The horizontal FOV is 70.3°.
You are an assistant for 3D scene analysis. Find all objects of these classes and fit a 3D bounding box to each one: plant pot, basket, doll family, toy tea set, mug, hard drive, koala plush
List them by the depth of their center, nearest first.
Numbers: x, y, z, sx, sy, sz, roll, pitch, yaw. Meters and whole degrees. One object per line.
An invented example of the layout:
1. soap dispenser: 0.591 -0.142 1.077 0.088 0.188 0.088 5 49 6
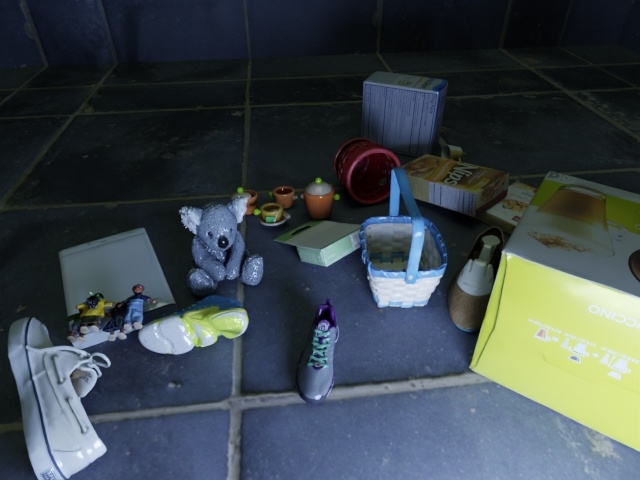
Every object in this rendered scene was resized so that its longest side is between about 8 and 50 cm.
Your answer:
1. doll family: -0.465 0.157 1.007 0.193 0.076 0.111 1 41 -12
2. basket: 0.196 0.000 1.097 0.201 0.288 0.254 -5 41 3
3. hard drive: -0.530 0.103 1.170 0.233 0.047 0.353 -19 42 -22
4. koala plush: -0.266 -0.008 1.170 0.196 0.221 0.203 -13 39 -16
5. toy tea set: -0.108 -0.144 1.412 0.336 0.124 0.200 -10 32 -12
6. plant pot: 0.141 -0.237 1.494 0.191 0.191 0.174 -14 34 -17
7. mug: 0.501 -0.323 1.719 0.064 0.078 0.062 -3 4 -18

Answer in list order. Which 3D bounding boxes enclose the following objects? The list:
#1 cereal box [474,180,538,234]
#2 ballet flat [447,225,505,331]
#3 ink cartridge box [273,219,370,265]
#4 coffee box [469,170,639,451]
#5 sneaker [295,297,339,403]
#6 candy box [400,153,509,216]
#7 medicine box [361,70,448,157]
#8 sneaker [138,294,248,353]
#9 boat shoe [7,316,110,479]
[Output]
1. cereal box: 0.623 -0.098 1.419 0.240 0.047 0.173 -29 44 -32
2. ballet flat: 0.402 0.073 1.138 0.116 0.124 0.342 19 42 23
3. ink cartridge box: 0.000 0.000 1.297 0.171 0.056 0.235 -29 21 -32
4. coffee box: 0.539 0.120 0.899 0.338 0.338 0.334 22 43 27
5. sneaker: -0.007 0.227 0.961 0.083 0.098 0.223 4 37 6
6. candy box: 0.414 -0.186 1.469 0.183 0.087 0.317 -29 36 -31
7. medicine box: 0.315 -0.485 1.750 0.290 0.263 0.149 15 41 19
8. sneaker: -0.285 0.188 1.046 0.240 0.091 0.126 -6 19 -6
9. boat shoe: -0.490 0.269 0.883 0.157 0.135 0.367 -22 45 -25
